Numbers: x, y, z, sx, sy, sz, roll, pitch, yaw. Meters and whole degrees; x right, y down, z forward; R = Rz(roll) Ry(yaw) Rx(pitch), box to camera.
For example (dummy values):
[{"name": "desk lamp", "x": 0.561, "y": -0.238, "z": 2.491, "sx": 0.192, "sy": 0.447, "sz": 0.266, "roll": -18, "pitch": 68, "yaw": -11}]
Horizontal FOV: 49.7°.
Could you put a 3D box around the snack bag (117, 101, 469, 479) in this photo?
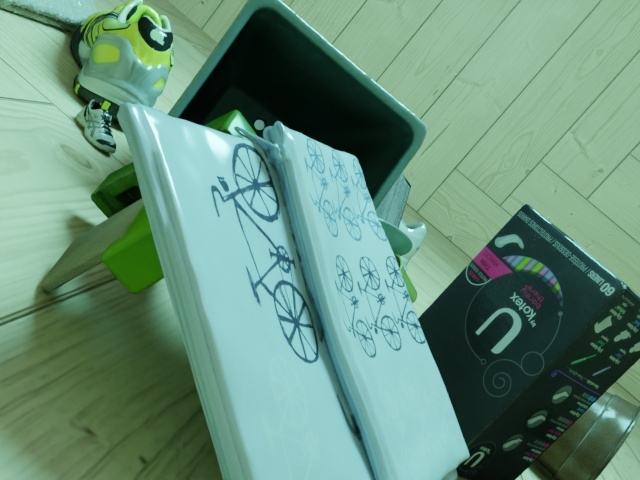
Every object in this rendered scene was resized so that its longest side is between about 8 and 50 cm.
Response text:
[{"name": "snack bag", "x": 0.004, "y": 0.056, "z": 0.519, "sx": 0.342, "sy": 0.037, "sz": 0.323, "roll": 7, "pitch": 62, "yaw": -62}]

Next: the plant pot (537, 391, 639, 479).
[{"name": "plant pot", "x": 0.347, "y": 0.257, "z": 1.006, "sx": 0.165, "sy": 0.167, "sz": 0.167, "roll": 37, "pitch": 10, "yaw": 22}]

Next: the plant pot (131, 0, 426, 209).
[{"name": "plant pot", "x": -0.073, "y": -0.109, "z": 0.853, "sx": 0.247, "sy": 0.248, "sz": 0.252, "roll": 36, "pitch": -4, "yaw": -18}]

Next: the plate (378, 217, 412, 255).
[{"name": "plate", "x": 0.064, "y": -0.003, "z": 1.187, "sx": 0.188, "sy": 0.024, "sz": 0.188, "roll": 16, "pitch": -19, "yaw": 6}]

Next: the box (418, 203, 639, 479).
[{"name": "box", "x": 0.221, "y": 0.124, "z": 0.790, "sx": 0.143, "sy": 0.270, "sz": 0.165, "roll": 30, "pitch": 15, "yaw": -41}]

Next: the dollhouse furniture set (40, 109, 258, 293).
[{"name": "dollhouse furniture set", "x": -0.067, "y": 0.076, "z": 0.587, "sx": 0.301, "sy": 0.151, "sz": 0.197, "roll": 54, "pitch": 26, "yaw": -25}]

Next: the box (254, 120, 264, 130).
[{"name": "box", "x": -0.103, "y": -0.180, "z": 1.072, "sx": 0.103, "sy": 0.203, "sz": 0.114, "roll": 41, "pitch": 12, "yaw": 6}]

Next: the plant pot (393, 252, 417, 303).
[{"name": "plant pot", "x": 0.123, "y": 0.077, "z": 1.167, "sx": 0.079, "sy": 0.083, "sz": 0.083, "roll": 47, "pitch": 7, "yaw": -30}]

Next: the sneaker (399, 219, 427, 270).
[{"name": "sneaker", "x": 0.093, "y": -0.066, "z": 1.456, "sx": 0.297, "sy": 0.129, "sz": 0.111, "roll": 38, "pitch": 13, "yaw": -3}]

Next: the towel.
[{"name": "towel", "x": -0.458, "y": -0.442, "z": 1.129, "sx": 0.282, "sy": 0.049, "sz": 0.187, "roll": -30, "pitch": 101, "yaw": -77}]

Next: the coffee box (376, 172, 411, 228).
[{"name": "coffee box", "x": 0.047, "y": -0.102, "z": 1.244, "sx": 0.168, "sy": 0.119, "sz": 0.297, "roll": 16, "pitch": -5, "yaw": 18}]

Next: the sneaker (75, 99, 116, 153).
[{"name": "sneaker", "x": -0.264, "y": -0.139, "z": 0.827, "sx": 0.083, "sy": 0.037, "sz": 0.032, "roll": 48, "pitch": 12, "yaw": 29}]

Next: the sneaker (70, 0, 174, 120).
[{"name": "sneaker", "x": -0.288, "y": -0.294, "z": 1.064, "sx": 0.145, "sy": 0.147, "sz": 0.385, "roll": 30, "pitch": 14, "yaw": -34}]
